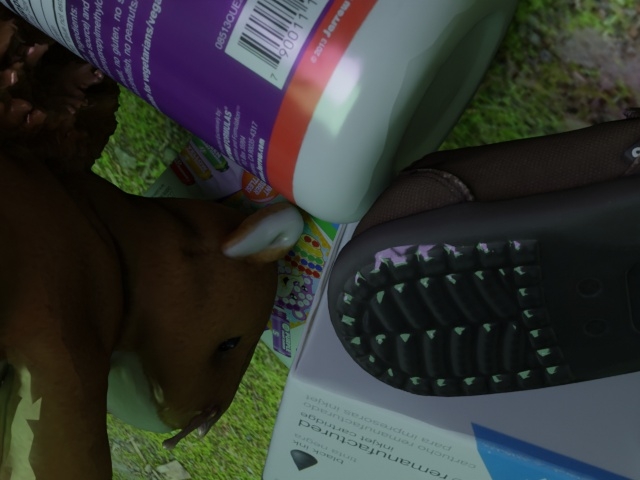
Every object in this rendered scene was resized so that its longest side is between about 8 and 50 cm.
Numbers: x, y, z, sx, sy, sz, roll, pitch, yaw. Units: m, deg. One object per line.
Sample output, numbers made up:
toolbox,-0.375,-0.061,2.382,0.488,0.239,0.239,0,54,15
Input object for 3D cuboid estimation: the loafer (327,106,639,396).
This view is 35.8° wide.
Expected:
loafer,0.185,-0.020,0.455,0.365,0.130,0.134,-3,130,10

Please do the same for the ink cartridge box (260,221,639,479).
ink cartridge box,0.082,0.139,0.665,0.223,0.129,0.307,18,147,3

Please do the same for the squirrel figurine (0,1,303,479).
squirrel figurine,-0.195,-0.016,0.633,0.281,0.370,0.397,-16,82,50

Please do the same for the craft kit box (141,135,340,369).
craft kit box,0.000,0.000,0.749,0.246,0.061,0.250,45,143,-5

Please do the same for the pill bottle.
pill bottle,-0.063,-0.163,0.548,0.323,0.181,0.182,35,142,13
